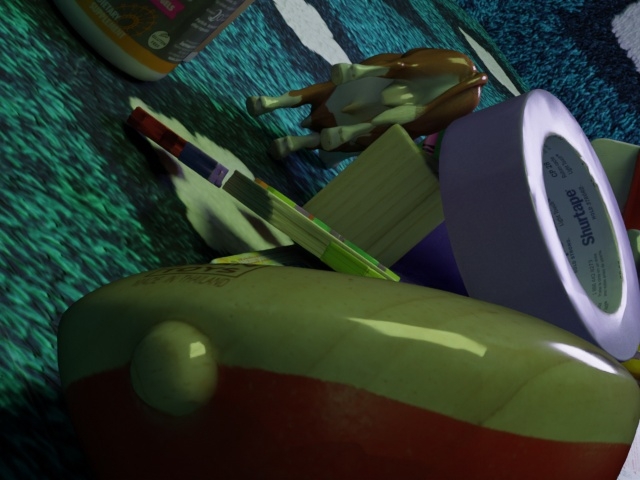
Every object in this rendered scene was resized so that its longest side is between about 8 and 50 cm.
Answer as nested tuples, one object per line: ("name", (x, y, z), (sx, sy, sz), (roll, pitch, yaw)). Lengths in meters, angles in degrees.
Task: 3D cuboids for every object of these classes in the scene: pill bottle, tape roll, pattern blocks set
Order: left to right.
("pill bottle", (-0.111, -0.292, 1.404), (0.162, 0.278, 0.162), (44, 16, -16))
("pattern blocks set", (0.000, 0.000, 1.299), (0.325, 0.026, 0.285), (35, 0, -33))
("tape roll", (0.217, -0.004, 1.475), (0.275, 0.090, 0.275), (44, 35, -43))

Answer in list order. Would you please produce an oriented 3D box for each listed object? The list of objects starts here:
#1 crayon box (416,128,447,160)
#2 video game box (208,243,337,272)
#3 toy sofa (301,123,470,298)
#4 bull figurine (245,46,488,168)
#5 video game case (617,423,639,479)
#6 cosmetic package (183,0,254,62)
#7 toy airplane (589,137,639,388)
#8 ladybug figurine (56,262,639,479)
("crayon box", (0.166, -0.047, 1.800), (0.081, 0.165, 0.278), (55, 16, 20))
("video game box", (0.011, 0.075, 1.221), (0.187, 0.048, 0.205), (37, 13, 13))
("toy sofa", (0.149, 0.032, 1.598), (0.362, 0.150, 0.177), (25, 28, -55))
("bull figurine", (0.043, -0.138, 1.620), (0.188, 0.310, 0.101), (-13, 86, -31))
("video game case", (0.276, 0.214, 1.567), (0.183, 0.023, 0.201), (24, 36, -12))
("cosmetic package", (-0.118, -0.238, 1.562), (0.041, 0.115, 0.060), (53, 16, 13))
("toy airplane", (0.362, 0.061, 1.891), (0.386, 0.272, 0.384), (80, 3, -46))
("ladybug figurine", (0.020, 0.119, 0.879), (0.449, 0.305, 0.162), (21, 72, -58))
